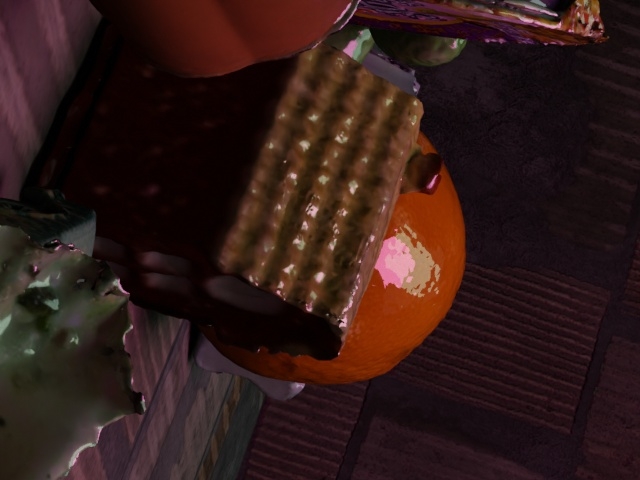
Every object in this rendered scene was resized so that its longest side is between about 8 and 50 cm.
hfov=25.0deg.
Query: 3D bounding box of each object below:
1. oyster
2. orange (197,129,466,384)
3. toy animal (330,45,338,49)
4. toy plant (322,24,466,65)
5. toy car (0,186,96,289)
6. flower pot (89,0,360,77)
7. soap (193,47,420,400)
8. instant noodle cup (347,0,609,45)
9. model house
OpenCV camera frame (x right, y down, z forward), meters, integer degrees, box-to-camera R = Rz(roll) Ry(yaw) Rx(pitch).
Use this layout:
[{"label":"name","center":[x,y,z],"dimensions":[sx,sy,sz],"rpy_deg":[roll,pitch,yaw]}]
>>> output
[{"label":"oyster","center":[-0.159,0.079,0.572],"dimensions":[0.072,0.133,0.209],"rpy_deg":[-6,-134,47]},{"label":"orange","center":[0.000,0.000,1.477],"dimensions":[0.312,0.312,0.312],"rpy_deg":[18,90,-85]},{"label":"toy animal","center":[-0.038,-0.146,1.650],"dimensions":[0.103,0.101,0.219],"rpy_deg":[-63,169,-55]},{"label":"toy plant","center":[0.097,-0.328,1.733],"dimensions":[0.317,0.211,0.356],"rpy_deg":[-13,-145,47]},{"label":"toy car","center":[-0.187,0.065,0.743],"dimensions":[0.321,0.097,0.141],"rpy_deg":[-51,159,-76]},{"label":"flower pot","center":[-0.073,-0.197,0.743],"dimensions":[0.173,0.190,0.191],"rpy_deg":[38,70,-71]},{"label":"soap","center":[-0.006,-0.046,1.871],"dimensions":[0.261,0.156,0.446],"rpy_deg":[119,-6,-57]},{"label":"instant noodle cup","center":[0.048,-0.281,0.968],"dimensions":[0.340,0.339,0.266],"rpy_deg":[-33,133,-82]},{"label":"model house","center":[-0.051,-0.036,1.010],"dimensions":[0.160,0.253,0.196],"rpy_deg":[91,17,-64]}]
